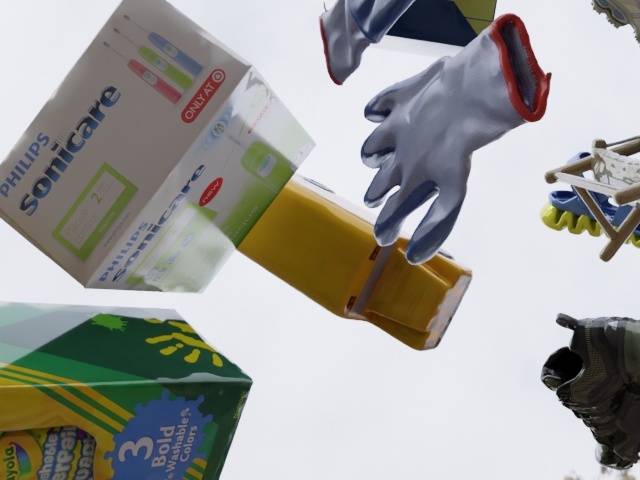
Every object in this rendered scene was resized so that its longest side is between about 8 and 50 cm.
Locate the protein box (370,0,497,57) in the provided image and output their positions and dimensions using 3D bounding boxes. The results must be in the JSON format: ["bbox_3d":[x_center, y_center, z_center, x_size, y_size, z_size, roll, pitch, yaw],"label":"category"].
[{"bbox_3d":[0.172,-0.384,1.313,0.200,0.201,0.136,8,-82,-2],"label":"protein box"}]

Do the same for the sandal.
[{"bbox_3d":[0.520,-0.067,1.325,0.317,0.126,0.138,13,-66,33],"label":"sandal"}]

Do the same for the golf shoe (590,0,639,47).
[{"bbox_3d":[0.457,-0.303,1.082,0.176,0.069,0.086,36,-63,-8],"label":"golf shoe"}]

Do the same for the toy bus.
[{"bbox_3d":[0.000,0.000,0.903,0.333,0.130,0.108,31,-81,32],"label":"toy bus"}]

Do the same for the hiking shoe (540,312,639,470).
[{"bbox_3d":[0.293,0.154,0.841,0.114,0.086,0.227,13,-45,25],"label":"hiking shoe"}]

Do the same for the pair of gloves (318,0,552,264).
[{"bbox_3d":[0.044,-0.095,0.382,0.023,0.198,0.159,-2,-20,-23],"label":"pair of gloves"}]

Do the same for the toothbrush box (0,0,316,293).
[{"bbox_3d":[-0.131,-0.068,0.715,0.122,0.283,0.206,38,-89,11],"label":"toothbrush box"}]

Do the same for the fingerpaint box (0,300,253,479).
[{"bbox_3d":[-0.303,0.284,0.690,0.371,0.163,0.445,9,-74,-44],"label":"fingerpaint box"}]

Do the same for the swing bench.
[{"bbox_3d":[0.454,-0.081,0.969,0.255,0.253,0.165,-37,-80,4],"label":"swing bench"}]
